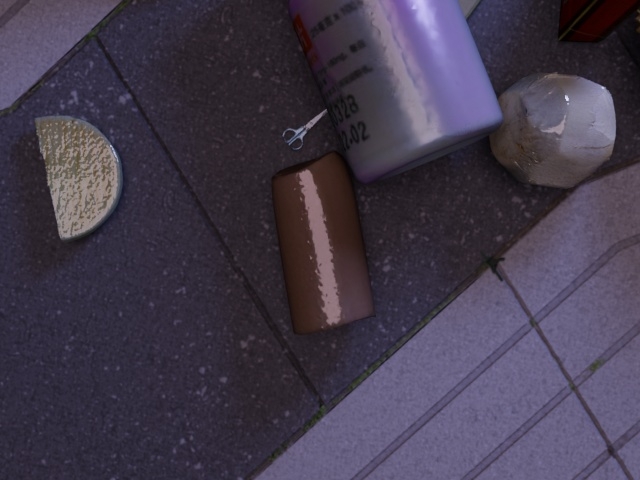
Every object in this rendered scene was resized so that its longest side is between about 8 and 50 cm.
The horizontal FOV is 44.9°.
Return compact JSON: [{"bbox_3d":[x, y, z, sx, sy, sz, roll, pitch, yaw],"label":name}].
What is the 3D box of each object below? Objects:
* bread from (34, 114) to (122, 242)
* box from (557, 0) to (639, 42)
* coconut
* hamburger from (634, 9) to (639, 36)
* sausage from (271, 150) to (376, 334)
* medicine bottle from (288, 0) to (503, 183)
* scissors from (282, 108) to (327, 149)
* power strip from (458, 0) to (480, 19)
[{"bbox_3d":[-0.351,-0.101,1.158,0.112,0.036,0.193,-14,87,-2],"label":"bread"},{"bbox_3d":[0.377,-0.364,1.021,0.074,0.240,0.153,1,91,5],"label":"box"},{"bbox_3d":[0.328,-0.152,1.068,0.162,0.161,0.161,-3,91,-18],"label":"coconut"},{"bbox_3d":[0.563,-0.299,1.011,0.287,0.268,0.446,-11,92,6],"label":"hamburger"},{"bbox_3d":[0.000,0.000,1.103,0.123,0.123,0.253,-10,89,2],"label":"sausage"},{"bbox_3d":[0.077,-0.290,1.044,0.219,0.219,0.388,-23,91,2],"label":"medicine bottle"},{"bbox_3d":[-0.019,-0.171,1.156,0.083,0.006,0.036,-41,87,2],"label":"scissors"},{"bbox_3d":[0.211,-0.380,1.133,0.076,0.028,0.169,37,90,1],"label":"power strip"}]
